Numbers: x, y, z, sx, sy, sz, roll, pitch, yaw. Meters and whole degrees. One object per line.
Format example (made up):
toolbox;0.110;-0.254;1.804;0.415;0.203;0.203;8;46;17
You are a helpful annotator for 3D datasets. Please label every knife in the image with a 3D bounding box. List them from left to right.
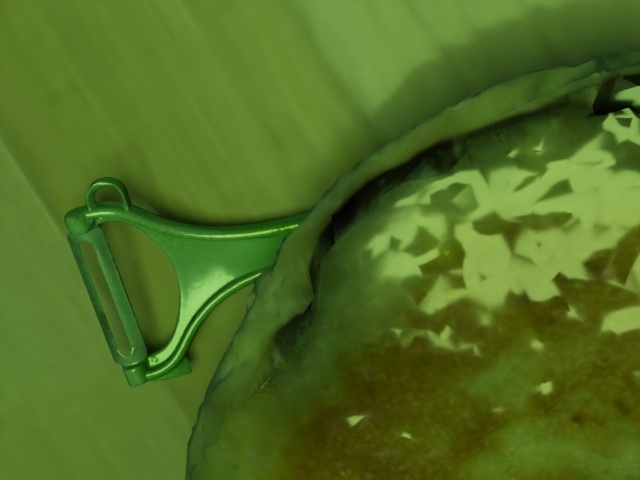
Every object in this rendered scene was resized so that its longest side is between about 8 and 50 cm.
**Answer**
knife;0.000;-0.001;0.589;0.166;0.022;0.078;-13;119;11

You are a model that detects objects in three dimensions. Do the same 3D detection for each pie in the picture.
pie;0.119;0.098;0.578;0.339;0.077;0.339;2;112;6
